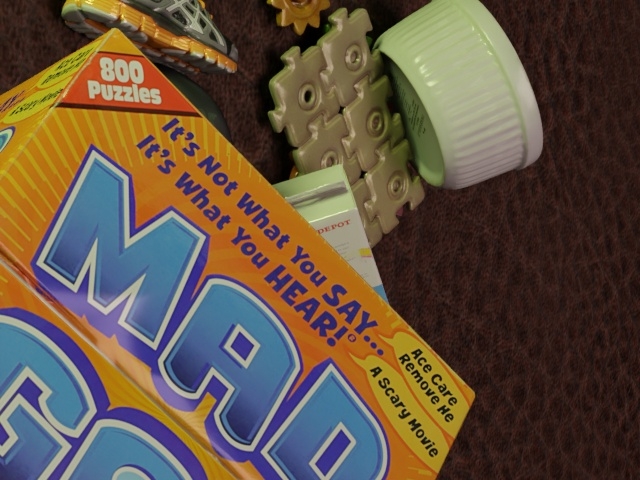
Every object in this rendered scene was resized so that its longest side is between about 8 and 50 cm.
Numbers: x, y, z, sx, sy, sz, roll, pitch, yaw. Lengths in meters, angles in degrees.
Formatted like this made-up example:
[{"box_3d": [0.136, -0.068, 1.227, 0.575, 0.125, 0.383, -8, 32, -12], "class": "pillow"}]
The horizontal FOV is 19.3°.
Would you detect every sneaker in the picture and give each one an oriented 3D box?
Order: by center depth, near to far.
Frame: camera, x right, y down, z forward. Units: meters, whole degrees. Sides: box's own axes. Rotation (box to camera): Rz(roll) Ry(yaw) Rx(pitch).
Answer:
[{"box_3d": [-0.138, -0.200, 1.651, 0.215, 0.084, 0.083, 27, 67, -57], "class": "sneaker"}]

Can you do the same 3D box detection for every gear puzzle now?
[{"box_3d": [0.002, -0.140, 1.932, 0.175, 0.044, 0.339, -43, 127, -35], "class": "gear puzzle"}]

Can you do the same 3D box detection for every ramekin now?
[{"box_3d": [0.137, -0.152, 2.003, 0.109, 0.207, 0.207, -27, 125, -11], "class": "ramekin"}]

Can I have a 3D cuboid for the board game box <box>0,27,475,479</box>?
[{"box_3d": [-0.192, 0.151, 1.238, 0.356, 0.356, 0.356, 45, 52, -20], "class": "board game box"}]

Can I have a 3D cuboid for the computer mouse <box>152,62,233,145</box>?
[{"box_3d": [-0.109, -0.038, 1.697, 0.188, 0.072, 0.272, -60, 147, -42], "class": "computer mouse"}]

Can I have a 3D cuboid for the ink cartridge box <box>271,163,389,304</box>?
[{"box_3d": [0.000, 0.000, 1.866, 0.090, 0.092, 0.143, -107, 179, -57], "class": "ink cartridge box"}]
